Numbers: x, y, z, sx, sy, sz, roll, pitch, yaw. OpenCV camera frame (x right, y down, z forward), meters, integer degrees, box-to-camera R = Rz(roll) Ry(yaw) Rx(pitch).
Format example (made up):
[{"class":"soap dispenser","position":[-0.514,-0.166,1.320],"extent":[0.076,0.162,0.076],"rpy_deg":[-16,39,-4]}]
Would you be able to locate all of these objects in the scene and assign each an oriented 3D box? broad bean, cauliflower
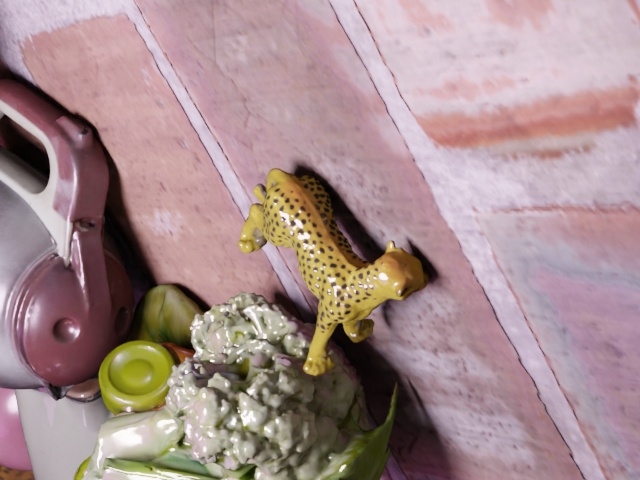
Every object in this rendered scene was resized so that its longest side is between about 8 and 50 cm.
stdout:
[{"class":"broad bean","position":[-0.135,0.117,1.865],"extent":[0.153,0.072,0.207],"rpy_deg":[46,144,12]},{"class":"cauliflower","position":[-0.087,0.166,1.547],"extent":[0.256,0.315,0.239],"rpy_deg":[29,-129,-86]}]

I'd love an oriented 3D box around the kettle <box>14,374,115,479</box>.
[{"class":"kettle","position":[-0.247,0.194,2.065],"extent":[0.240,0.165,0.255],"rpy_deg":[-116,12,-56]}]

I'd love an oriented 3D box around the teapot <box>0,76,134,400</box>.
[{"class":"teapot","position":[-0.309,-0.004,1.879],"extent":[0.312,0.233,0.315],"rpy_deg":[23,114,41]}]

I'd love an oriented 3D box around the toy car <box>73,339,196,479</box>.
[{"class":"toy car","position":[-0.099,0.209,1.715],"extent":[0.235,0.235,0.145],"rpy_deg":[42,156,27]}]

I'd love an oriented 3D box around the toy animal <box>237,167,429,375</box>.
[{"class":"toy animal","position":[0.000,0.000,1.440],"extent":[0.181,0.073,0.136],"rpy_deg":[59,152,22]}]

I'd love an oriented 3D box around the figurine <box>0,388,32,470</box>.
[{"class":"figurine","position":[-0.347,0.189,2.232],"extent":[0.173,0.173,0.173],"rpy_deg":[43,155,26]}]

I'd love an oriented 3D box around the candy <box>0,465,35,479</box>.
[{"class":"candy","position":[-0.370,0.327,2.350],"extent":[0.101,0.271,0.143],"rpy_deg":[29,152,24]}]
